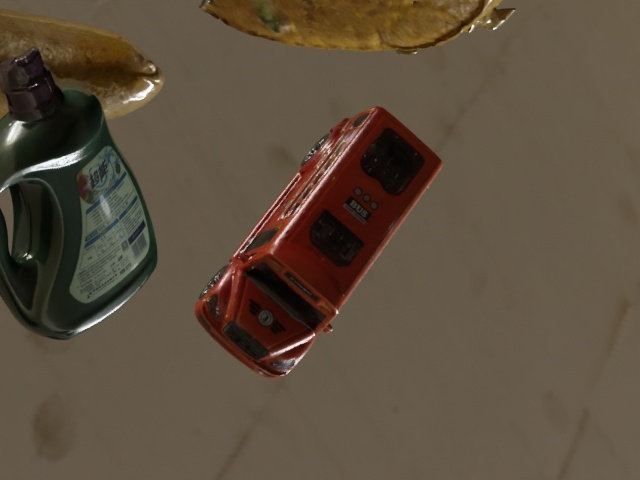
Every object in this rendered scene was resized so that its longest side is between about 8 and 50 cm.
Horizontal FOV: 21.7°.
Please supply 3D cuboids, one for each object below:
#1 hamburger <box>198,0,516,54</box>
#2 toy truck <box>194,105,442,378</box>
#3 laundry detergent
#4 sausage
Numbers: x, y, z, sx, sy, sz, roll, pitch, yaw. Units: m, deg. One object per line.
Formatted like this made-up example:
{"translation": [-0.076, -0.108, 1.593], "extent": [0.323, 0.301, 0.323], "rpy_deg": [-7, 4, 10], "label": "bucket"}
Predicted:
{"translation": [0.105, -0.329, 1.565], "extent": [0.287, 0.445, 0.268], "rpy_deg": [38, -132, -8], "label": "hamburger"}
{"translation": [0.000, 0.000, 1.521], "extent": [0.107, 0.114, 0.253], "rpy_deg": [41, -115, -10], "label": "toy truck"}
{"translation": [-0.205, -0.040, 1.267], "extent": [0.144, 0.078, 0.222], "rpy_deg": [-42, -46, -30], "label": "laundry detergent"}
{"translation": [-0.418, -0.201, 1.793], "extent": [0.500, 0.136, 0.123], "rpy_deg": [7, -97, -13], "label": "sausage"}
